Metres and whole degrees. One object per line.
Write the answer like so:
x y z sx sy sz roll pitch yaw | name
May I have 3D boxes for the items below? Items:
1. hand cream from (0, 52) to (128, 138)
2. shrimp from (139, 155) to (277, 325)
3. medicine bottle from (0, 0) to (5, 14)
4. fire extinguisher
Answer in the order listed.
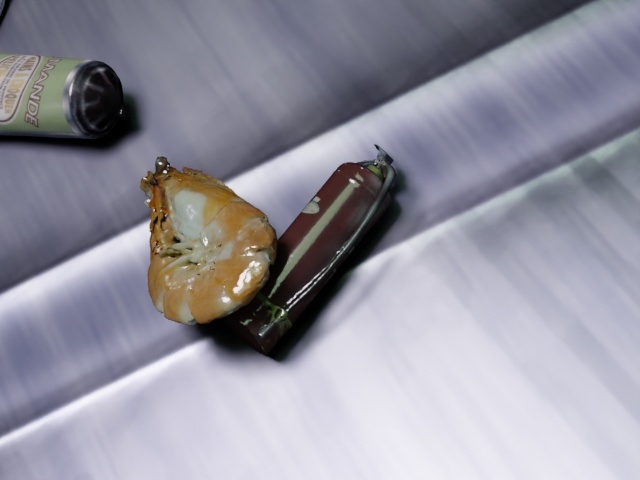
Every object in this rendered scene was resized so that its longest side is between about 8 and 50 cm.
-0.241 -0.108 1.083 0.235 0.055 0.086 7 63 32 | hand cream
-0.085 -0.007 0.941 0.091 0.043 0.184 -41 37 3 | shrimp
-0.354 -0.205 1.163 0.203 0.083 0.083 5 63 25 | medicine bottle
0.000 0.000 0.925 0.158 0.043 0.064 -51 23 -11 | fire extinguisher
